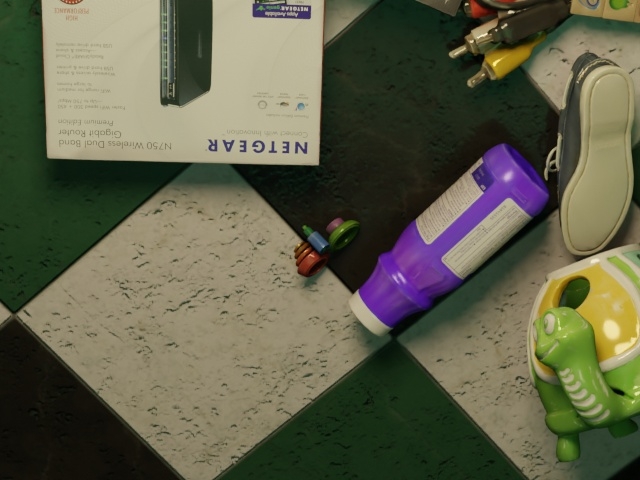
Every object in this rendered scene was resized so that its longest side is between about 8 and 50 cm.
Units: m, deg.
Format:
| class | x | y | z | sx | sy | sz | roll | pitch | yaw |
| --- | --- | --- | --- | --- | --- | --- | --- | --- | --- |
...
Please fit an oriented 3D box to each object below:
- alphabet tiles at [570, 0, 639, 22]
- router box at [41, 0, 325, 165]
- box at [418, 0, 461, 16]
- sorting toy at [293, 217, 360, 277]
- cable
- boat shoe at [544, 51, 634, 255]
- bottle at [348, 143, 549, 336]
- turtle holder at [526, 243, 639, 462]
| class | x | y | z | sx | sy | sz | roll | pitch | yaw |
| --- | --- | --- | --- | --- | --- | --- | --- | --- | --- |
| alphabet tiles | 0.407 | -0.373 | 1.761 | 0.198 | 0.009 | 0.237 | 6 | 101 | -11 |
| router box | -0.160 | -0.247 | 1.790 | 0.336 | 0.082 | 0.301 | 1 | 110 | -1 |
| box | 0.088 | -0.382 | 1.702 | 0.231 | 0.056 | 0.183 | 19 | 99 | -28 |
| sorting toy | 0.000 | 0.000 | 1.902 | 0.102 | 0.061 | 0.042 | -45 | 70 | 7 |
| cable | 0.288 | -0.291 | 1.805 | 0.287 | 0.072 | 0.139 | -19 | 96 | -6 |
| boat shoe | 0.329 | -0.106 | 1.842 | 0.095 | 0.079 | 0.254 | -11 | 119 | -13 |
| bottle | 0.156 | 0.005 | 1.863 | 0.092 | 0.118 | 0.283 | 43 | 103 | -14 |
| turtle holder | 0.347 | 0.136 | 1.826 | 0.320 | 0.243 | 0.227 | -14 | 82 | -32 |
